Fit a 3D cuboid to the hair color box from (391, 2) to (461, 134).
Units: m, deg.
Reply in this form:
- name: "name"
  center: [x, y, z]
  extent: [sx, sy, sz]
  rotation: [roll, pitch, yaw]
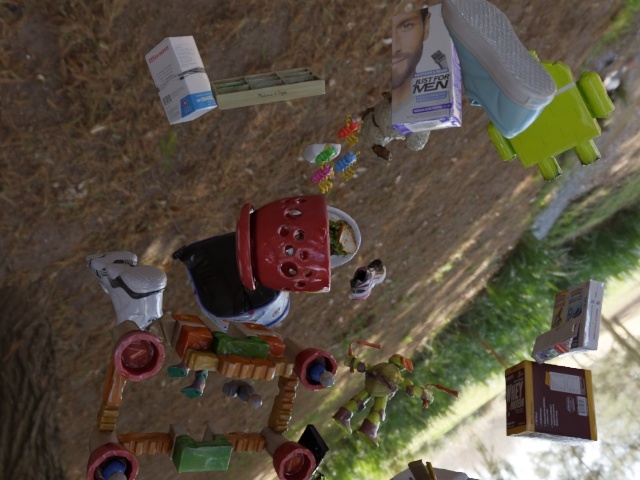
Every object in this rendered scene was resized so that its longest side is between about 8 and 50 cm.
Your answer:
- name: "hair color box"
  center: [0.310, -0.498, 1.583]
  extent: [0.185, 0.338, 0.110]
  rotation: [-3, 172, 30]

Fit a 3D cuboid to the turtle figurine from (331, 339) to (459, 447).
- name: "turtle figurine"
  center: [0.138, 0.322, 1.149]
  extent: [0.217, 0.270, 0.087]
  rotation: [-51, 149, -28]

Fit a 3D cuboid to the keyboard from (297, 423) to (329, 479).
- name: "keyboard"
  center: [-0.027, 0.504, 1.206]
  extent: [0.023, 0.108, 0.180]
  rotation: [-1, 129, -36]

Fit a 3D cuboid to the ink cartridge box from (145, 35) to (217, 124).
- name: "ink cartridge box"
  center: [-0.390, -0.447, 1.512]
  extent: [0.148, 0.203, 0.086]
  rotation: [-9, -168, 46]

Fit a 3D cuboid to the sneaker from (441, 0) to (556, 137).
- name: "sneaker"
  center: [0.323, -0.359, 1.103]
  extent: [0.135, 0.365, 0.150]
  rotation: [-3, 145, -21]

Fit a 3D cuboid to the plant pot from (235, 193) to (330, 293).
- name: "plant pot"
  center: [-0.069, 0.009, 1.032]
  extent: [0.174, 0.191, 0.191]
  rotation: [-3, 151, -3]

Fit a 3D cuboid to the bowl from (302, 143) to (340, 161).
- name: "bowl"
  center: [0.006, -0.364, 2.264]
  extent: [0.142, 0.053, 0.142]
  rotation: [-5, 175, -22]

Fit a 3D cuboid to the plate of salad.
- name: "plate of salad"
  center: [0.000, 0.000, 1.348]
  extent: [0.200, 0.048, 0.199]
  rotation: [2, 129, 3]

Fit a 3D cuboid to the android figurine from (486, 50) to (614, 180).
- name: "android figurine"
  center: [0.480, -0.268, 1.160]
  extent: [0.248, 0.272, 0.056]
  rotation: [-27, -170, 37]

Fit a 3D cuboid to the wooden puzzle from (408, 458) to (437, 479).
- name: "wooden puzzle"
  center: [0.233, 0.535, 1.225]
  extent: [0.014, 0.078, 0.116]
  rotation: [-15, 165, -29]

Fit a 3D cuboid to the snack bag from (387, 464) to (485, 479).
- name: "snack bag"
  center: [0.233, 0.593, 1.216]
  extent: [0.323, 0.037, 0.343]
  rotation: [-10, 175, -34]

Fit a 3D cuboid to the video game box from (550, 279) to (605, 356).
- name: "video game box"
  center: [0.708, 0.220, 1.502]
  extent: [0.205, 0.048, 0.187]
  rotation: [100, 7, -72]

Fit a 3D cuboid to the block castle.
- name: "block castle"
  center: [-0.200, 0.327, 1.066]
  extent: [0.454, 0.213, 0.302]
  rotation: [13, 92, -30]

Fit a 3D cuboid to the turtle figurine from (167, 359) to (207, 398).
- name: "turtle figurine"
  center: [-0.317, 0.290, 1.437]
  extent: [0.118, 0.175, 0.234]
  rotation: [-33, -159, 28]

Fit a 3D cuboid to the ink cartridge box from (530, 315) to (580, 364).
- name: "ink cartridge box"
  center: [0.482, 0.202, 1.090]
  extent: [0.063, 0.029, 0.115]
  rotation: [-49, -178, -43]

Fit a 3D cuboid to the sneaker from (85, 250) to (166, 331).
- name: "sneaker"
  center: [-0.564, 0.158, 1.547]
  extent: [0.137, 0.366, 0.210]
  rotation: [-9, 108, -44]

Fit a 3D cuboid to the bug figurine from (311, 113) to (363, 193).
- name: "bug figurine"
  center: [0.053, -0.280, 1.758]
  extent: [0.072, 0.279, 0.216]
  rotation: [35, 127, -23]

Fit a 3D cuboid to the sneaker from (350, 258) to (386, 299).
- name: "sneaker"
  center: [0.150, 0.108, 1.712]
  extent: [0.178, 0.072, 0.077]
  rotation: [-51, 133, -44]

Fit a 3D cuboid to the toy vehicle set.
- name: "toy vehicle set"
  center: [-0.137, -0.387, 1.363]
  extent: [0.267, 0.166, 0.035]
  rotation: [-12, 120, -12]

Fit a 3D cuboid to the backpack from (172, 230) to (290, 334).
- name: "backpack"
  center: [-0.201, 0.111, 1.358]
  extent: [0.277, 0.263, 0.213]
  rotation: [-21, 135, -4]

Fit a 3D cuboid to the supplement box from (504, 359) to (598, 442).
- name: "supplement box"
  center: [0.629, 0.450, 1.492]
  extent: [0.194, 0.191, 0.129]
  rotation: [9, 154, -3]

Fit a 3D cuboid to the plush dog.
- name: "plush dog"
  center: [0.234, -0.417, 1.916]
  extent: [0.211, 0.262, 0.225]
  rotation: [13, 143, -37]
